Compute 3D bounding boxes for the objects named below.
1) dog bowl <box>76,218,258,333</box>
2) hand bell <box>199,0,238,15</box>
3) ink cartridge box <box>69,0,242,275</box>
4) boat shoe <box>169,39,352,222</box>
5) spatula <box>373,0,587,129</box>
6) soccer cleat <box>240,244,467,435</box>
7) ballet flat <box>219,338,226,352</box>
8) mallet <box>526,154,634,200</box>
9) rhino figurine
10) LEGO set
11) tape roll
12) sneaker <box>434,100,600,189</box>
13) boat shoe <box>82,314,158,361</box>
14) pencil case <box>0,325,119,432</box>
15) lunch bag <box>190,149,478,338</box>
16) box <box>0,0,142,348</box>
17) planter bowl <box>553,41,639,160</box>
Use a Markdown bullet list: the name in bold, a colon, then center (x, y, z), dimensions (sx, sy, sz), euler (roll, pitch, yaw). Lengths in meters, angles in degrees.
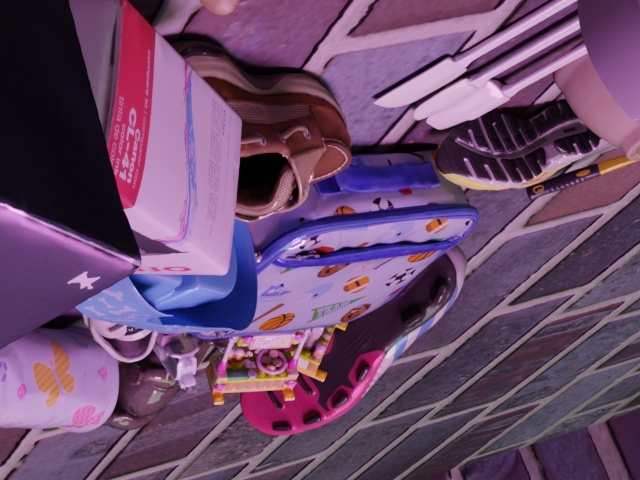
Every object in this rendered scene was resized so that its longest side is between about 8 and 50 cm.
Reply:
- **dog bowl**: center (-0.148, 0.000, 1.697), dimensions (0.074, 0.166, 0.297), euler (-15, 167, 19)
- **hand bell**: center (-0.174, -0.197, 1.171), dimensions (0.242, 0.126, 0.126), euler (-3, 158, -17)
- **ink cartridge box**: center (-0.197, -0.066, 1.323), dimensions (0.226, 0.131, 0.306), euler (1, 167, 13)
- **boat shoe**: center (-0.066, -0.071, 1.627), dimensions (0.122, 0.120, 0.324), euler (-29, 163, 23)
- **spatula**: center (0.183, -0.172, 1.826), dimensions (0.242, 0.019, 0.168), euler (-30, 157, 21)
- **soccer cleat**: center (0.050, 0.115, 2.326), dimensions (0.331, 0.116, 0.143), euler (-40, 176, 18)
- **ballet flat**: center (-0.073, 0.105, 2.349), dimensions (0.114, 0.041, 0.041), euler (-18, 163, -13)
- **mallet**: center (0.330, -0.076, 2.240), dimensions (0.189, 0.062, 0.039), euler (-27, 162, 16)
- **rhino figurine**: center (-0.187, 0.143, 2.243), dimensions (0.106, 0.073, 0.243), euler (4, 143, -47)
- **LEGO set**: center (-0.036, 0.087, 2.132), dimensions (0.287, 0.132, 0.107), euler (-23, 151, -33)
- **tape roll**: center (0.323, -0.175, 1.631), dimensions (0.219, 0.219, 0.072), euler (-9, 159, -38)
- **sneaker**: center (0.191, -0.082, 2.006), dimensions (0.208, 0.081, 0.094), euler (-10, 162, -38)
- **boat shoe**: center (-0.196, 0.056, 1.920), dimensions (0.096, 0.088, 0.267), euler (-18, 164, -14)
- **pencil case**: center (-0.319, 0.138, 1.982), dimensions (0.124, 0.113, 0.273), euler (-3, 174, 26)
- **lunch bag**: center (0.000, 0.000, 1.966), dimensions (0.303, 0.115, 0.243), euler (-8, 156, -45)
- **box**: center (-0.283, -0.067, 1.002), dimensions (0.296, 0.294, 0.183), euler (-30, 152, 21)
- **planter bowl**: center (0.325, -0.147, 1.923), dimensions (0.162, 0.109, 0.162), euler (-21, 163, -7)
